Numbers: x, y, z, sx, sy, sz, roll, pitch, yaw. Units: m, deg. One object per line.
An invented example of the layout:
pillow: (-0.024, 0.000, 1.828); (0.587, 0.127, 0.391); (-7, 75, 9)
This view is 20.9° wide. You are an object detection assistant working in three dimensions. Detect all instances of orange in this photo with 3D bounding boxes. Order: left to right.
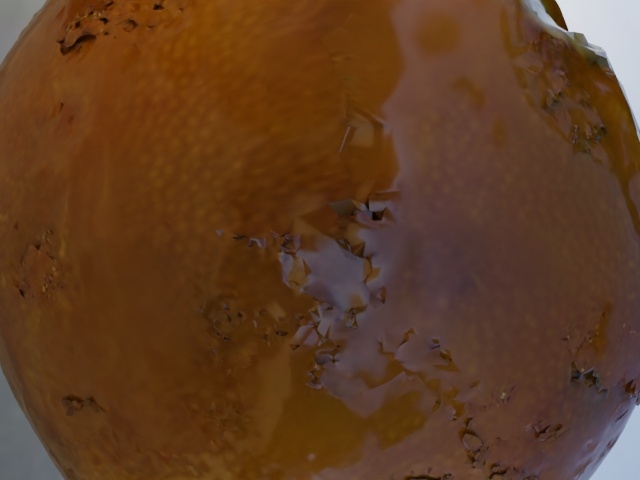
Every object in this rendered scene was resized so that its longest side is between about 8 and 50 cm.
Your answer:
orange: (0.000, 0.000, 0.569); (0.240, 0.240, 0.240); (-170, -90, -81)
